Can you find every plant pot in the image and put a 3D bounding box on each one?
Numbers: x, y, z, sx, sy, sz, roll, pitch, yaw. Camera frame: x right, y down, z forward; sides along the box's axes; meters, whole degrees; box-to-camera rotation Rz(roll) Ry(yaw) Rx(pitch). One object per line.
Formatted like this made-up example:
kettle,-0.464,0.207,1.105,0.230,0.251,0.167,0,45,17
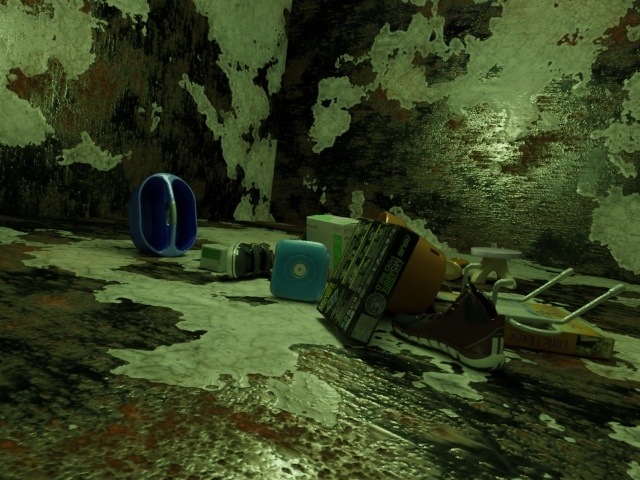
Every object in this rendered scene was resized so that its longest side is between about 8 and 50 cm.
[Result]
plant pot,0.218,0.088,1.221,0.204,0.290,0.291,23,6,-1

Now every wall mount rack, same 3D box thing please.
wall mount rack,0.550,0.136,1.106,0.305,0.130,0.350,6,8,-2

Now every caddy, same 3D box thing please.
caddy,-0.629,-0.098,1.743,0.242,0.340,0.179,0,-8,-44

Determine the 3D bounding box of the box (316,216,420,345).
box,0.102,0.083,1.016,0.060,0.269,0.216,27,-2,-19

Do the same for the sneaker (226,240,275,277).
sneaker,-0.235,0.064,1.525,0.128,0.125,0.321,2,4,6

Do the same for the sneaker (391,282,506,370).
sneaker,0.288,0.164,0.960,0.107,0.162,0.282,2,8,-42

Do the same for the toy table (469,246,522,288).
toy table,0.814,0.122,2.014,0.275,0.160,0.252,4,7,-18

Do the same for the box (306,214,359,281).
box,0.064,0.029,1.643,0.127,0.230,0.262,-7,13,-31

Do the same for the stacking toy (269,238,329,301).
stacking toy,-0.054,0.105,1.380,0.166,0.174,0.302,7,-8,3

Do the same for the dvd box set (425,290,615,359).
dvd box set,0.506,0.218,1.188,0.422,0.062,0.307,7,7,6

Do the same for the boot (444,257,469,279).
boot,0.626,0.119,2.028,0.212,0.103,0.295,-6,3,-24

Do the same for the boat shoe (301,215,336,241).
boat shoe,0.000,0.000,2.010,0.156,0.186,0.500,0,-7,-10

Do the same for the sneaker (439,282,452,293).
sneaker,0.394,0.172,1.595,0.189,0.066,0.071,17,-7,32

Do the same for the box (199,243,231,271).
box,-0.368,0.062,1.574,0.101,0.087,0.102,10,7,28
